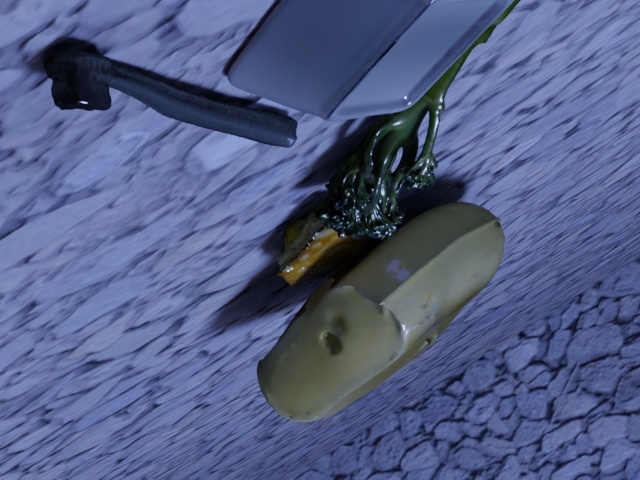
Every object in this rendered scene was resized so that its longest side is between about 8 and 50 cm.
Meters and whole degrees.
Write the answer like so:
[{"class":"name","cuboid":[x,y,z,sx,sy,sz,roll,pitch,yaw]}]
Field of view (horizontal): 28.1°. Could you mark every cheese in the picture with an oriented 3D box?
[{"class":"cheese","cuboid":[0.083,0.061,1.329,0.259,0.128,0.316,-39,179,39]}]

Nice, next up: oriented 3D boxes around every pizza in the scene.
[{"class":"pizza","cuboid":[0.000,-0.001,1.200,0.099,0.036,0.160,-33,164,5]}]

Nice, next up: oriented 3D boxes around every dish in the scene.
[{"class":"dish","cuboid":[0.061,-0.153,0.794,0.154,0.064,0.234,-14,156,-46]}]

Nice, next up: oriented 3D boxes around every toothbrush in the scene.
[{"class":"toothbrush","cuboid":[-0.081,-0.082,0.812,0.030,0.031,0.297,-10,175,22]}]

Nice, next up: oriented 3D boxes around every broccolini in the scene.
[{"class":"broccolini","cuboid":[0.102,-0.111,0.961,0.392,0.074,0.079,-49,-165,54]}]
